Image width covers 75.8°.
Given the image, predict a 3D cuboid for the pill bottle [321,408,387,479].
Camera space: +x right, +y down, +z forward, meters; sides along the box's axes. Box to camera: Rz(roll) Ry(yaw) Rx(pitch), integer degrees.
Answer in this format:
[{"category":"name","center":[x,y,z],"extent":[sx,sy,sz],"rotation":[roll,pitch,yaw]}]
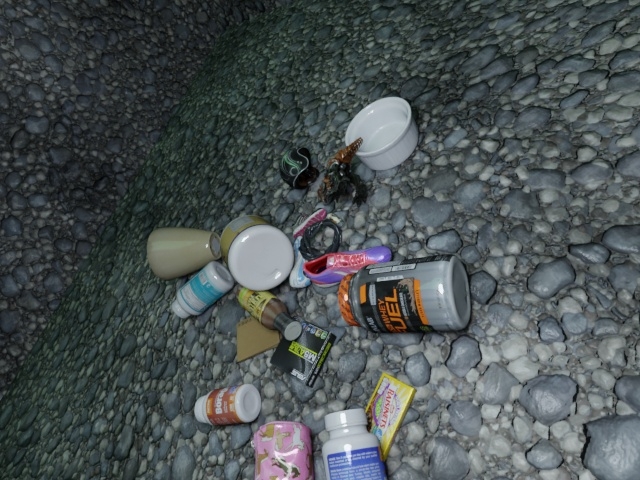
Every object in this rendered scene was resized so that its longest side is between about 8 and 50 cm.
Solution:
[{"category":"pill bottle","center":[0.086,0.572,1.023],"extent":[0.152,0.152,0.272],"rotation":[-24,58,24]}]

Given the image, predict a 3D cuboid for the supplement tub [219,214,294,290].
[{"category":"supplement tub","center":[-0.256,0.033,1.577],"extent":[0.241,0.241,0.331],"rotation":[-52,24,-4]}]

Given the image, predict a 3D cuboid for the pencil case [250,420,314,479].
[{"category":"pencil case","center":[-0.104,0.701,1.105],"extent":[0.167,0.160,0.386],"rotation":[-22,51,24]}]

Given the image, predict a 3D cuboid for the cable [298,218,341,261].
[{"category":"cable","center":[0.000,0.000,1.551],"extent":[0.150,0.047,0.185],"rotation":[11,68,19]}]

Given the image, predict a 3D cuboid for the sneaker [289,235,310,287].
[{"category":"sneaker","center":[-0.071,0.081,1.570],"extent":[0.086,0.085,0.237],"rotation":[-2,49,1]}]

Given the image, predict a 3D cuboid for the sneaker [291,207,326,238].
[{"category":"sneaker","center":[-0.055,-0.084,1.669],"extent":[0.170,0.063,0.075],"rotation":[-41,50,15]}]

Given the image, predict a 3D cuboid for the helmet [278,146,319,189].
[{"category":"helmet","center":[-0.101,-0.321,1.798],"extent":[0.169,0.169,0.162],"rotation":[-41,61,8]}]

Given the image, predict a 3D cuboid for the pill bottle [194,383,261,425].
[{"category":"pill bottle","center":[-0.318,0.561,1.394],"extent":[0.216,0.121,0.121],"rotation":[-19,51,27]}]

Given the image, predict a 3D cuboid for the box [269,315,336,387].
[{"category":"box","center":[-0.062,0.367,1.381],"extent":[0.190,0.045,0.184],"rotation":[15,69,44]}]

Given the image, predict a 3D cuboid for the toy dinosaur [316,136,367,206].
[{"category":"toy dinosaur","center":[0.070,-0.249,1.569],"extent":[0.164,0.322,0.219],"rotation":[-11,53,-12]}]

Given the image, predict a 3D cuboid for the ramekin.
[{"category":"ramekin","center":[0.247,-0.408,1.604],"extent":[0.277,0.135,0.277],"rotation":[-19,51,26]}]

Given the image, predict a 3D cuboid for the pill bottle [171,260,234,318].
[{"category":"pill bottle","center":[-0.509,0.219,1.759],"extent":[0.264,0.146,0.146],"rotation":[-39,45,10]}]

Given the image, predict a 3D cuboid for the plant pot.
[{"category":"plant pot","center":[-0.607,0.043,1.914],"extent":[0.273,0.256,0.257],"rotation":[-9,54,13]}]

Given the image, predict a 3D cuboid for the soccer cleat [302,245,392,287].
[{"category":"soccer cleat","center":[0.088,0.081,1.406],"extent":[0.318,0.116,0.109],"rotation":[-18,52,28]}]

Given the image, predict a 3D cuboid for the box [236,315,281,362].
[{"category":"box","center":[-0.234,0.349,1.544],"extent":[0.201,0.021,0.165],"rotation":[-28,47,20]}]

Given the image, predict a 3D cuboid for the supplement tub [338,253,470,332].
[{"category":"supplement tub","center":[0.234,0.158,1.176],"extent":[0.337,0.207,0.207],"rotation":[-11,55,34]}]

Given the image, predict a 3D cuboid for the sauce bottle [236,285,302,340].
[{"category":"sauce bottle","center":[-0.187,0.247,1.474],"extent":[0.344,0.111,0.111],"rotation":[23,77,50]}]

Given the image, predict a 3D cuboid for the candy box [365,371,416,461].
[{"category":"candy box","center":[0.175,0.481,1.131],"extent":[0.105,0.027,0.206],"rotation":[17,74,40]}]

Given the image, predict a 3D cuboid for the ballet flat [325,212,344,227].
[{"category":"ballet flat","center":[0.051,-0.087,1.606],"extent":[0.041,0.041,0.114],"rotation":[-52,44,-3]}]
